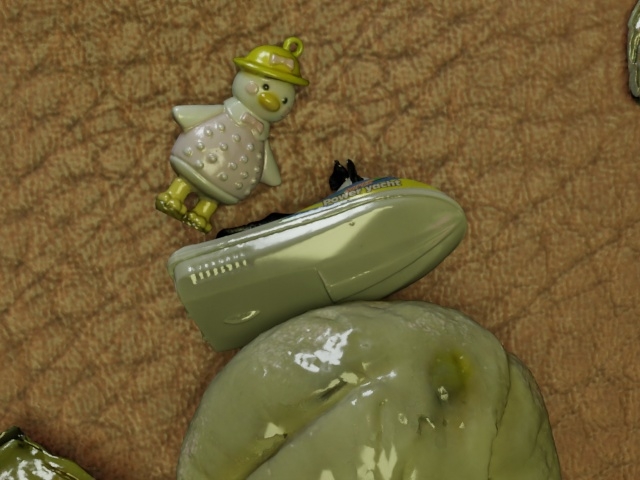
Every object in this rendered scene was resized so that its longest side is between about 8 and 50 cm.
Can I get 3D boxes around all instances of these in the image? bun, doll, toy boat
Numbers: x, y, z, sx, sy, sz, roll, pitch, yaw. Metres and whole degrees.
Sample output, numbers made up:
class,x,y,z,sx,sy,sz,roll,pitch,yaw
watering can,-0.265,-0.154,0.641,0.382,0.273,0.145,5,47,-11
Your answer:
class,x,y,z,sx,sy,sz,roll,pitch,yaw
bun,0.053,0.235,1.240,0.365,0.219,0.365,-3,105,-10
doll,-0.078,-0.103,1.309,0.129,0.081,0.207,33,90,-23
toy boat,-0.004,0.007,1.301,0.269,0.141,0.140,-27,94,0

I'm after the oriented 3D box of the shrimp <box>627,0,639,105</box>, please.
class,x,y,z,sx,sy,sz,roll,pitch,yaw
shrimp,0.345,-0.159,1.340,0.126,0.047,0.223,20,87,3

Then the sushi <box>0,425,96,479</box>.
class,x,y,z,sx,sy,sz,roll,pitch,yaw
sushi,-0.215,0.293,1.313,0.291,0.131,0.139,43,68,2
